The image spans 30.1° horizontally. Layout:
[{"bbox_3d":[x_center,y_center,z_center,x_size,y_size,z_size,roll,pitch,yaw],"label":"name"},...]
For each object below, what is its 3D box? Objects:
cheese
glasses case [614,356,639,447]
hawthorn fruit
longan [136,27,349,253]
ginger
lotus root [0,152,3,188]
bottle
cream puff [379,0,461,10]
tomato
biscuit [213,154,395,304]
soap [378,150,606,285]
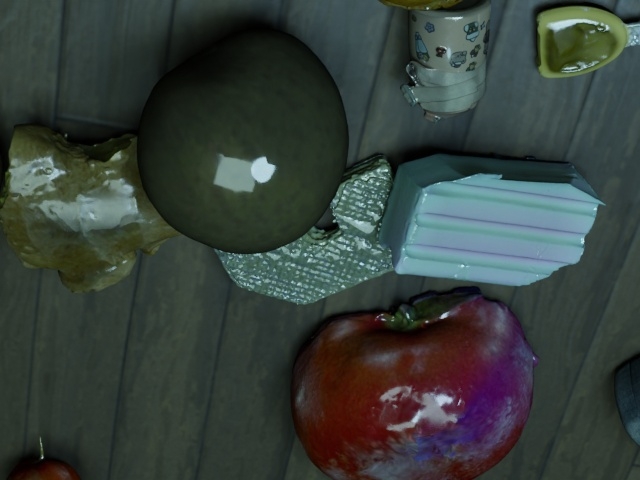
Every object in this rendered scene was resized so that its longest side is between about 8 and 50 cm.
[{"bbox_3d":[0.325,-0.229,1.340,0.162,0.036,0.086,-6,122,3],"label":"cheese"},{"bbox_3d":[0.519,0.284,1.598,0.323,0.131,0.074,39,119,-22],"label":"glasses case"},{"bbox_3d":[-0.379,0.355,1.645,0.125,0.140,0.125,8,152,4],"label":"hawthorn fruit"},{"bbox_3d":[-0.083,-0.111,1.302,0.248,0.248,0.248,0,121,-1],"label":"longan"},{"bbox_3d":[-0.244,-0.034,1.399,0.270,0.123,0.219,10,117,-8],"label":"ginger"},{"bbox_3d":[-0.429,-0.077,1.393,0.113,0.088,0.192,23,118,-6],"label":"lotus root"},{"bbox_3d":[0.140,-0.200,1.324,0.099,0.099,0.152,0,125,-1],"label":"bottle"},{"bbox_3d":[0.102,-0.313,1.236,0.165,0.115,0.150,41,96,0],"label":"cream puff"},{"bbox_3d":[0.130,0.234,1.540,0.335,0.176,0.290,-10,124,4],"label":"tomato"},{"bbox_3d":[0.000,0.000,1.468,0.250,0.046,0.147,-21,120,12],"label":"biscuit"},{"bbox_3d":[0.201,-0.029,1.405,0.230,0.091,0.145,7,117,-19],"label":"soap"}]
